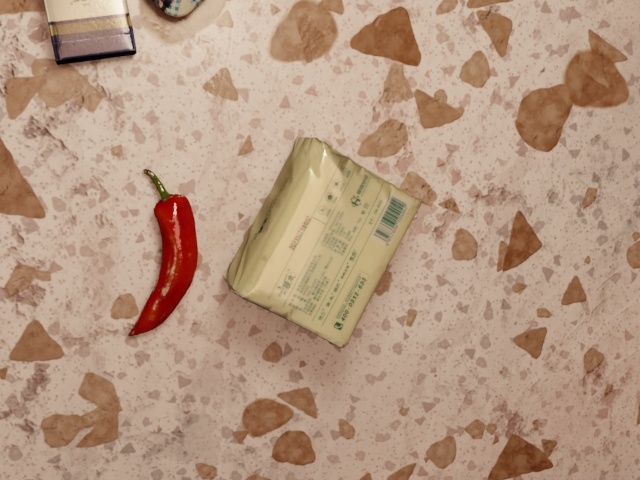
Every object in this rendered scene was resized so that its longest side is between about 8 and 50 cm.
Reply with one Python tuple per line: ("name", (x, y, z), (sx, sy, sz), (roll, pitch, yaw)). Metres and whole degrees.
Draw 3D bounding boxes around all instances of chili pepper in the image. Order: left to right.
("chili pepper", (-0.336, 0.035, 1.662), (0.137, 0.092, 0.369), (6, 93, -5))

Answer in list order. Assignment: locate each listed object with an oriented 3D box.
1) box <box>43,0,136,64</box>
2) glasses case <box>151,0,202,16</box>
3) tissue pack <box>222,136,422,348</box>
("box", (-0.480, -0.499, 1.562), (0.168, 0.071, 0.259), (-10, 100, -14))
("glasses case", (-0.234, -0.611, 1.613), (0.125, 0.076, 0.327), (44, 84, -13))
("tissue pack", (0.000, 0.000, 1.684), (0.297, 0.207, 0.380), (30, 89, -18))
